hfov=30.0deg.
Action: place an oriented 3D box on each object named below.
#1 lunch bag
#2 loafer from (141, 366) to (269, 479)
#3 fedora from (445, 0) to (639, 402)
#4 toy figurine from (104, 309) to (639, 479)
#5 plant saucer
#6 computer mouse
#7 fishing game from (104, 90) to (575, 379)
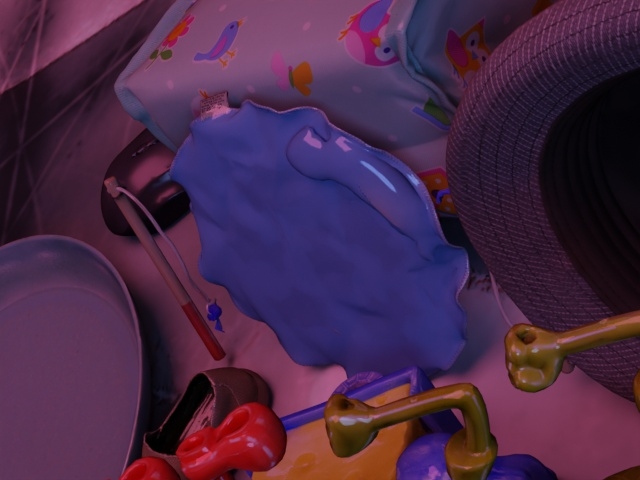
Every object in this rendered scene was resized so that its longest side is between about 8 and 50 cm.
[{"bbox_3d":[0.044,-0.145,0.687,0.223,0.160,0.262,-1,49,44],"label":"lunch bag"},{"bbox_3d":[-0.085,0.136,0.699,0.056,0.050,0.148,15,75,44],"label":"loafer"},{"bbox_3d":[0.195,-0.031,0.457,0.124,0.244,0.275,-51,19,-28],"label":"fedora"},{"bbox_3d":[0.021,0.101,0.542,0.362,0.191,0.217,-26,20,21],"label":"toy figurine"},{"bbox_3d":[-0.224,0.148,0.814,0.317,0.043,0.318,-21,53,31],"label":"plant saucer"},{"bbox_3d":[-0.072,-0.098,0.837,0.242,0.041,0.071,-48,44,6],"label":"computer mouse"},{"bbox_3d":[0.000,0.000,0.634,0.264,0.189,0.041,-7,32,44],"label":"fishing game"}]
